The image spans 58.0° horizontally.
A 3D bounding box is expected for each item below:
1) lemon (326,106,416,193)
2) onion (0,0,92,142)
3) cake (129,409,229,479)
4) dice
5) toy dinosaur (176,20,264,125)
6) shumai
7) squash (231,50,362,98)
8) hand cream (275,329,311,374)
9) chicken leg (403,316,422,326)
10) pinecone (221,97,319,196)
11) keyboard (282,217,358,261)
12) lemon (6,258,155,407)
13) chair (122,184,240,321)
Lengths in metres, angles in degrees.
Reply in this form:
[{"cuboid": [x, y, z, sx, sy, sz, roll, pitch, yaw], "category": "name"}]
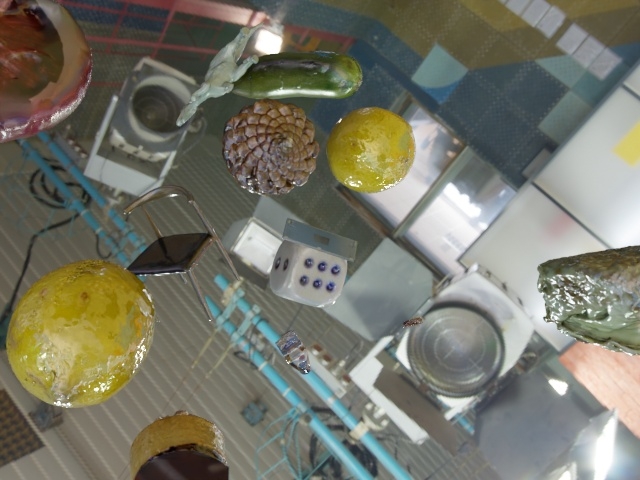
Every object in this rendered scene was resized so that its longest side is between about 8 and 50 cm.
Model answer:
[{"cuboid": [0.099, -0.187, 1.194, 0.203, 0.179, 0.178, 16, -169, 42], "category": "lemon"}, {"cuboid": [-0.449, -0.222, 0.770, 0.271, 0.195, 0.272, 12, -126, -17], "category": "onion"}, {"cuboid": [-0.281, 0.434, 1.173, 0.207, 0.185, 0.178, 30, -165, -18], "category": "cake"}, {"cuboid": [-0.041, 0.103, 1.841, 0.193, 0.194, 0.192, 20, 177, -23], "category": "dice"}, {"cuboid": [-0.173, -0.322, 1.061, 0.053, 0.167, 0.242, 39, -132, -28], "category": "toy dinosaur"}, {"cuboid": [0.362, 0.082, 0.722, 0.184, 0.184, 0.142, -12, -89, -53], "category": "shumai"}, {"cuboid": [-0.064, -0.299, 1.053, 0.331, 0.087, 0.087, 7, -170, 37], "category": "squash"}, {"cuboid": [-0.064, 0.300, 1.520, 0.039, 0.062, 0.163, 51, 170, 45], "category": "hand cream"}, {"cuboid": [0.268, 0.231, 1.635, 0.083, 0.036, 0.021, -4, -119, -38], "category": "chicken leg"}, {"cuboid": [-0.084, -0.151, 0.950, 0.173, 0.174, 0.174, 27, -149, -17], "category": "pinecone"}, {"cuboid": [0.000, 0.000, 1.323, 0.176, 0.014, 0.055, 18, -123, -10], "category": "keyboard"}, {"cuboid": [-0.441, 0.173, 1.080, 0.257, 0.258, 0.310, 28, -152, -15], "category": "lemon"}, {"cuboid": [-0.327, 0.033, 1.287, 0.166, 0.188, 0.272, -62, -39, -52], "category": "chair"}]
